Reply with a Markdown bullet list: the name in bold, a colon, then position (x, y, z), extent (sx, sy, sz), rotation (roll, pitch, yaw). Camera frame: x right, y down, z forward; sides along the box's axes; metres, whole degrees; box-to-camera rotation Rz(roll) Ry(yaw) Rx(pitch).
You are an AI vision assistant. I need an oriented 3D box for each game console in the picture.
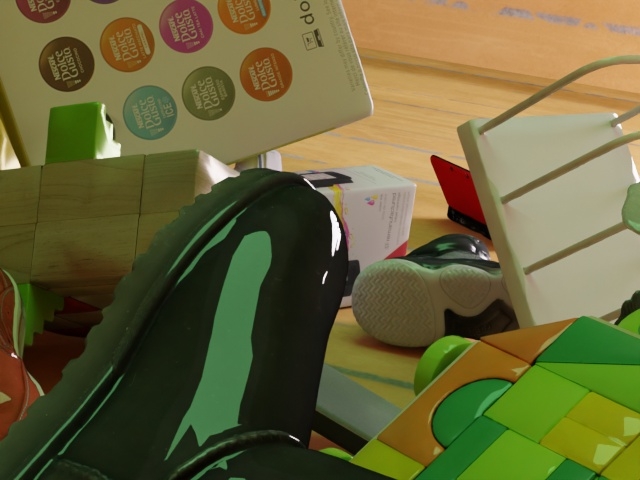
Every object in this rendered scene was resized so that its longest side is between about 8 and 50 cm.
- **game console**: position (0.212, -0.048, 1.978), extent (0.124, 0.085, 0.144), rotation (-2, 18, -28)

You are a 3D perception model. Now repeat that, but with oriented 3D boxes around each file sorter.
- **file sorter**: position (0.276, -0.004, 1.383), extent (0.193, 0.277, 0.173), rotation (-6, -17, -40)

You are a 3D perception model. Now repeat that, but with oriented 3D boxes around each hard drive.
- **hard drive**: position (0.019, 0.130, 1.253), extent (0.135, 0.022, 0.094), rotation (31, 16, -2)

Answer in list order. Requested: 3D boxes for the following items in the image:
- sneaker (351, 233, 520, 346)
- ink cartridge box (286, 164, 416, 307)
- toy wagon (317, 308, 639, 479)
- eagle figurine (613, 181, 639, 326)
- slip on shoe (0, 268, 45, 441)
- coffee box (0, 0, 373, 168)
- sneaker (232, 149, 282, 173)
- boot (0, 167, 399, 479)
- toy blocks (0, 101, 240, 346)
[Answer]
- **sneaker**: position (0.172, 0.052, 1.554), extent (0.268, 0.101, 0.153), rotation (9, 16, 11)
- **ink cartridge box**: position (0.000, 0.000, 1.628), extent (0.175, 0.127, 0.072), rotation (-7, 23, -40)
- **toy wagon**: position (0.147, 0.133, 1.011), extent (0.344, 0.068, 0.267), rotation (-41, 38, -21)
- **eagle figurine**: position (0.320, 0.083, 1.174), extent (0.226, 0.298, 0.225), rotation (4, 10, 15)
- **slip on shoe**: position (-0.254, 0.091, 1.117), extent (0.123, 0.101, 0.331), rotation (-31, 30, 4)
- **coffee box**: position (-0.183, -0.225, 1.676), extent (0.334, 0.337, 0.338), rotation (-19, 5, -11)
- **sneaker**: position (-0.093, -0.053, 1.846), extent (0.091, 0.094, 0.258), rotation (9, 15, -8)
- **boot**: position (0.069, 0.148, 0.844), extent (0.445, 0.146, 0.367), rotation (15, 52, 29)
- **toy blocks**: position (-0.161, 0.020, 1.388), extent (0.381, 0.191, 0.261), rotation (-5, -17, 27)
